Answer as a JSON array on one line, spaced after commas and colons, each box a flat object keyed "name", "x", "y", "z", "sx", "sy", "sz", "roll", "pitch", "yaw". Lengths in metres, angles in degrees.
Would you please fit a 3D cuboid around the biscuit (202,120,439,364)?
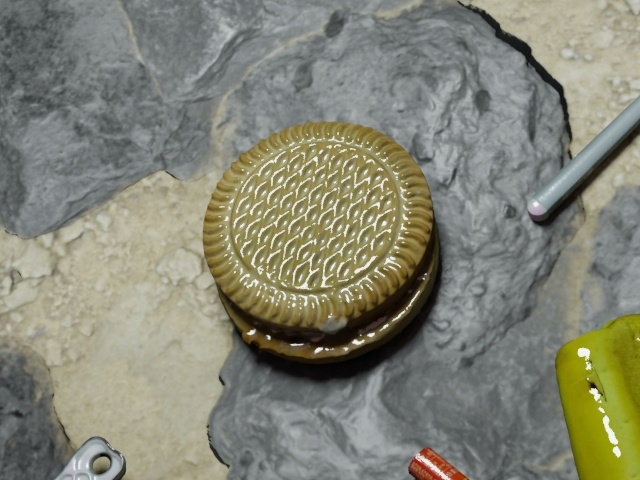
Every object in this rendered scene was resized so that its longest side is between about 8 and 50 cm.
[{"name": "biscuit", "x": 0.000, "y": 0.000, "z": 1.570, "sx": 0.259, "sy": 0.079, "sz": 0.259, "roll": -6, "pitch": 62, "yaw": 10}]

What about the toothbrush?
[{"name": "toothbrush", "x": 0.338, "y": -0.138, "z": 1.585, "sx": 0.342, "sy": 0.025, "sz": 0.030, "roll": -41, "pitch": 63, "yaw": -9}]

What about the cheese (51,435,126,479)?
[{"name": "cheese", "x": -0.300, "y": 0.306, "z": 1.492, "sx": 0.286, "sy": 0.082, "sz": 0.163, "roll": -43, "pitch": 63, "yaw": -10}]

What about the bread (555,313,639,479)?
[{"name": "bread", "x": 0.312, "y": 0.245, "z": 1.340, "sx": 0.166, "sy": 0.112, "sz": 0.383, "roll": -5, "pitch": 61, "yaw": -12}]

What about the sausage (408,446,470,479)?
[{"name": "sausage", "x": 0.140, "y": 0.244, "z": 1.436, "sx": 0.129, "sy": 0.034, "sz": 0.034, "roll": 37, "pitch": 77, "yaw": 27}]
